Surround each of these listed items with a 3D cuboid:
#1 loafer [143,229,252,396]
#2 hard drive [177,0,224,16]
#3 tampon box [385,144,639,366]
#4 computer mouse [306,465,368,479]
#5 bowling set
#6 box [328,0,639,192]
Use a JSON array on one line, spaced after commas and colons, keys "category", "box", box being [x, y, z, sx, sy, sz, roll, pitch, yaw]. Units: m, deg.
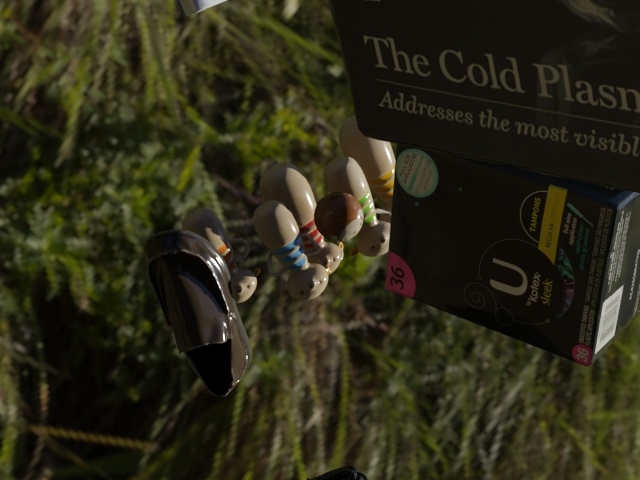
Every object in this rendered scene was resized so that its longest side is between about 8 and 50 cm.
[{"category": "loafer", "box": [-0.128, 0.083, 1.518, 0.078, 0.080, 0.220, -91, 160, -53]}, {"category": "hard drive", "box": [-0.124, -0.432, 1.540, 0.040, 0.210, 0.319, -6, -71, 54]}, {"category": "tampon box", "box": [0.139, -0.011, 0.945, 0.161, 0.120, 0.101, 19, 32, 29]}, {"category": "computer mouse", "box": [-0.021, 0.439, 1.888, 0.060, 0.184, 0.262, 44, 38, -60]}, {"category": "bowling set", "box": [0.000, 0.000, 1.577, 0.154, 0.287, 0.200, 62, -4, -26]}, {"category": "box", "box": [0.157, -0.176, 0.402, 0.343, 0.179, 0.313, 15, -48, 39]}]
